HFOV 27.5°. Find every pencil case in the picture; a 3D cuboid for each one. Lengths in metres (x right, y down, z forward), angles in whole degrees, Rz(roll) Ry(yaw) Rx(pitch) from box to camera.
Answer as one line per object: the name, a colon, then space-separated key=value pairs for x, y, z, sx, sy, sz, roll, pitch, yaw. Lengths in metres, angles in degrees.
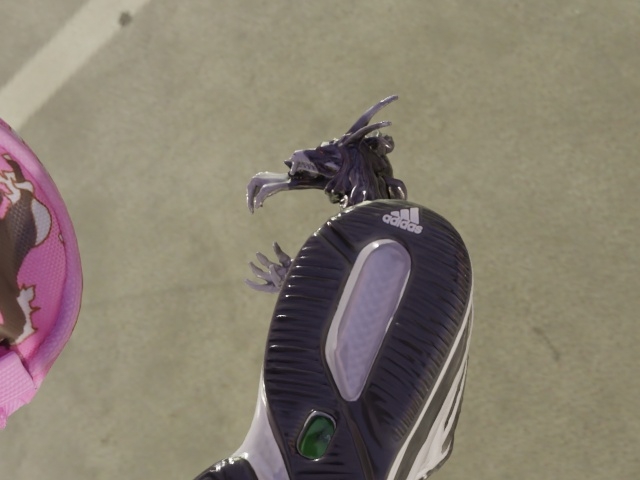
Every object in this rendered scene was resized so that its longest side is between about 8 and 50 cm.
pencil case: x=-0.275 y=0.010 z=0.702 sx=0.386 sy=0.160 sz=0.167 roll=4 pitch=72 yaw=54

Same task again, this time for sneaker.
sneaker: x=0.004 y=0.214 z=0.935 sx=0.169 sy=0.257 sz=0.447 roll=23 pitch=76 yaw=23

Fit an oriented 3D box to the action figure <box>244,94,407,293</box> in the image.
action figure: x=0.000 y=0.000 z=1.149 sx=0.164 sy=0.141 sz=0.275 roll=-87 pitch=3 yaw=-57
